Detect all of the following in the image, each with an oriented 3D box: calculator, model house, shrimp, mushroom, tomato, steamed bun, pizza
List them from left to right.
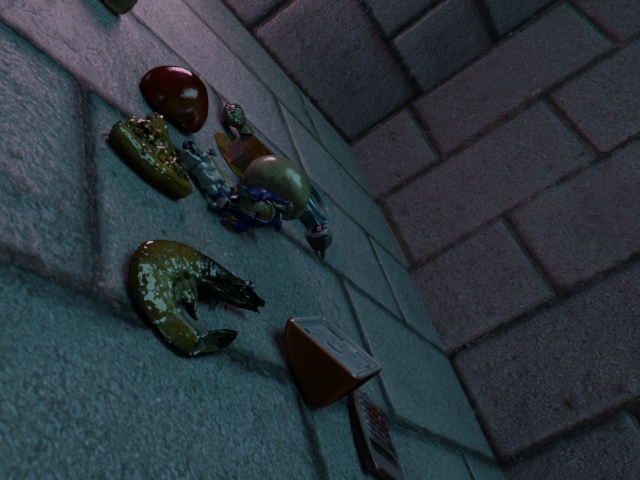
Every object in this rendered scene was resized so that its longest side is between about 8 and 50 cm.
[{"bbox_3d":[-0.673,-0.835,1.831,0.155,0.141,0.172,17,38,-46],"label":"steamed bun"},{"bbox_3d":[-0.422,-0.228,1.518,0.251,0.074,0.287,56,17,-17],"label":"pizza"},{"bbox_3d":[-0.436,-0.462,1.789,0.200,0.140,0.233,58,15,27],"label":"tomato"},{"bbox_3d":[-0.254,0.141,1.303,0.445,0.085,0.272,26,40,-57],"label":"shrimp"},{"bbox_3d":[-0.261,-0.334,2.073,0.219,0.136,0.207,43,23,-42],"label":"model house"},{"bbox_3d":[-0.158,-0.148,1.911,0.260,0.254,0.234,42,59,-33],"label":"mushroom"},{"bbox_3d":[0.165,0.599,1.750,0.220,0.048,0.329,47,17,-30],"label":"calculator"}]

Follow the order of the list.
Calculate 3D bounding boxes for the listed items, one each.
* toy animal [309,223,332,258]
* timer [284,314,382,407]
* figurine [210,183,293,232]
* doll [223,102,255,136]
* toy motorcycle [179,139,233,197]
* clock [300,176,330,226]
[{"bbox_3d":[0.000,0.000,2.317,0.098,0.098,0.137,38,46,-50],"label":"toy animal"},{"bbox_3d":[0.017,0.324,1.629,0.250,0.161,0.257,54,14,18],"label":"timer"},{"bbox_3d":[-0.216,-0.104,1.740,0.262,0.164,0.120,21,32,-44],"label":"figurine"},{"bbox_3d":[-0.287,-0.412,2.256,0.286,0.091,0.202,43,31,-47],"label":"doll"},{"bbox_3d":[-0.337,-0.199,1.714,0.228,0.074,0.151,49,21,-37],"label":"toy motorcycle"},{"bbox_3d":[-0.053,-0.160,2.452,0.223,0.094,0.274,50,20,-25],"label":"clock"}]
